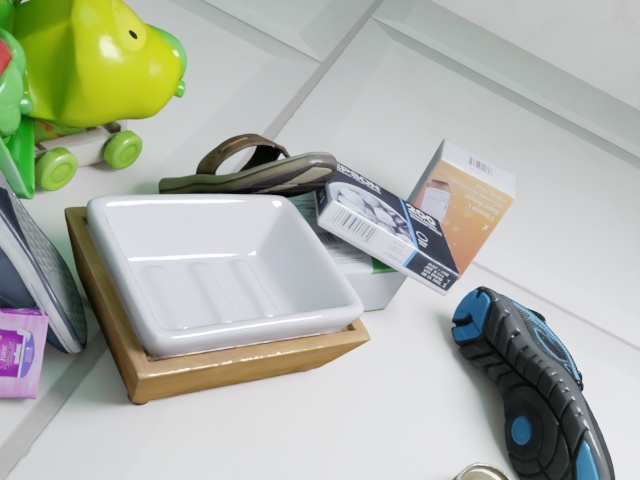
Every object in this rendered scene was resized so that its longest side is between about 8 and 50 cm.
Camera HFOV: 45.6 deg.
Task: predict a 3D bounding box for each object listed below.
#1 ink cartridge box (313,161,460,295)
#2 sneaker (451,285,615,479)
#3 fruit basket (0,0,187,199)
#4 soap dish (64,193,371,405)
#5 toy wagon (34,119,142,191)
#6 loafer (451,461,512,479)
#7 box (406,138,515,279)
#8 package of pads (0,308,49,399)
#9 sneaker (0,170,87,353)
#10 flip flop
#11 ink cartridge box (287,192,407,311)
[{"bbox_3d":[0.080,-0.037,1.033,0.206,0.045,0.208,29,22,-20],"label":"ink cartridge box"},{"bbox_3d":[0.293,0.192,0.964,0.140,0.125,0.341,16,36,-28],"label":"sneaker"},{"bbox_3d":[-0.343,-0.236,0.864,0.392,0.283,0.392,-1,52,1],"label":"fruit basket"},{"bbox_3d":[-0.116,0.057,0.847,0.291,0.118,0.229,-3,45,-40],"label":"soap dish"},{"bbox_3d":[-0.370,-0.184,1.050,0.267,0.068,0.344,38,33,15],"label":"toy wagon"},{"bbox_3d":[0.160,0.308,0.727,0.102,0.092,0.268,29,32,1],"label":"loafer"},{"bbox_3d":[0.205,-0.047,1.189,0.130,0.170,0.091,27,30,-2],"label":"box"},{"bbox_3d":[-0.281,0.104,0.697,0.050,0.083,0.032,8,4,-31],"label":"package of pads"},{"bbox_3d":[-0.344,0.041,0.742,0.226,0.163,0.086,62,0,-18],"label":"sneaker"},{"bbox_3d":[-0.103,-0.094,0.974,0.277,0.080,0.112,-2,-3,42],"label":"flip flop"},{"bbox_3d":[0.000,0.000,1.047,0.153,0.087,0.208,-2,44,-40],"label":"ink cartridge box"}]
